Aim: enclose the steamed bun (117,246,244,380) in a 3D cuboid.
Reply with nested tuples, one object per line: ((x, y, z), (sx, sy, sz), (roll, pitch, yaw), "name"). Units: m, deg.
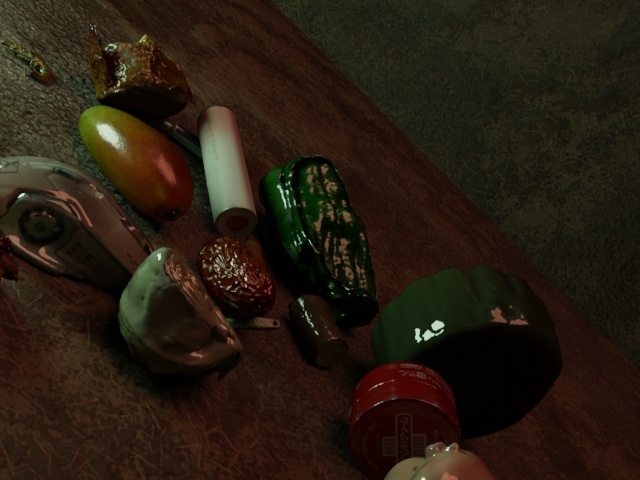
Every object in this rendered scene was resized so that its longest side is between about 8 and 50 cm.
((-0.220, 0.128, 1.546), (0.211, 0.144, 0.218), (54, -9, -4), "steamed bun")

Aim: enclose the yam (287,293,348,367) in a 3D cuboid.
((-0.004, 0.168, 1.960), (0.084, 0.084, 0.127), (23, 26, -44), "yam")

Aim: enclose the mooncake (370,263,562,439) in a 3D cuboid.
((0.280, 0.215, 2.013), (0.356, 0.356, 0.194), (30, 32, -33), "mooncake")

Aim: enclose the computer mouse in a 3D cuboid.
((-0.360, -0.026, 1.623), (0.389, 0.115, 0.199), (30, 27, -30), "computer mouse")

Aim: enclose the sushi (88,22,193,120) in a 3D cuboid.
((-0.383, -0.345, 2.168), (0.296, 0.167, 0.179), (7, 59, -45), "sushi")

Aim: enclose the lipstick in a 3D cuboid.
((-0.196, -0.148, 2.157), (0.087, 0.087, 0.326), (29, 31, -36), "lipstick")

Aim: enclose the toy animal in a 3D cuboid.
((0.219, 0.472, 1.598), (0.237, 0.269, 0.326), (-3, 82, -63), "toy animal")

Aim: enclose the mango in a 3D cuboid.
((-0.341, -0.151, 1.895), (0.289, 0.129, 0.146), (39, 20, 14), "mango")

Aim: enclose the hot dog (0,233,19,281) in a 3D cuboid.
((-0.501, -0.021, 1.380), (0.249, 0.076, 0.102), (38, 18, -26), "hot dog")

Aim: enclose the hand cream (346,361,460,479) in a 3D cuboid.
((0.142, 0.314, 1.785), (0.193, 0.193, 0.125), (39, 21, -13), "hand cream")

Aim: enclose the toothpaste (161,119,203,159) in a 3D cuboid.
((-0.266, -0.203, 2.266), (0.197, 0.035, 0.057), (36, 35, -27), "toothpaste")

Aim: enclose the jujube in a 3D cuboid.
((-0.154, 0.067, 1.846), (0.176, 0.109, 0.112), (46, -15, 37), "jujube")

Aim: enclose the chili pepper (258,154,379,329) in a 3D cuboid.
((-0.009, 0.005, 2.169), (0.213, 0.167, 0.384), (2, 55, -40), "chili pepper")

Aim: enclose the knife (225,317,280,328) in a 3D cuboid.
((-0.131, 0.146, 1.857), (0.030, 0.014, 0.207), (47, 19, 26), "knife")

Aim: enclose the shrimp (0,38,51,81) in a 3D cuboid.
((-0.564, -0.344, 1.998), (0.114, 0.023, 0.083), (34, 24, -34), "shrimp")

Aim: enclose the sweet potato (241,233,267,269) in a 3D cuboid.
((-0.131, 0.046, 1.998), (0.065, 0.051, 0.218), (35, 22, -17), "sweet potato")
